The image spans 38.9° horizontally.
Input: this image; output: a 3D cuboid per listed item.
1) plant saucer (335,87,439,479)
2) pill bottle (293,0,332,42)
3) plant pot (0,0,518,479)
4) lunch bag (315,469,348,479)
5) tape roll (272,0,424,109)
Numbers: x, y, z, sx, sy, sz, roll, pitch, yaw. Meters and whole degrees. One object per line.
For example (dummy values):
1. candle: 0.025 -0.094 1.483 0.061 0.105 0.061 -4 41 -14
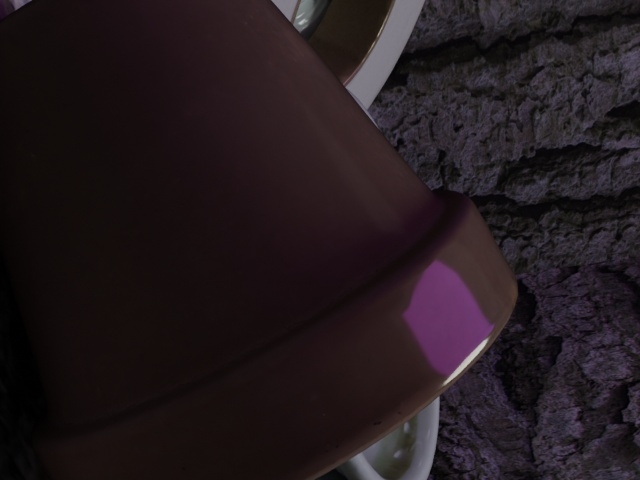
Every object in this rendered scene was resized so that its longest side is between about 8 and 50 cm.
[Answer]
1. plant saucer: 0.014 0.052 0.874 0.400 0.100 0.401 -12 90 -69
2. pill bottle: -0.076 -0.326 0.913 0.278 0.162 0.162 70 13 -53
3. plant pot: -0.062 -0.019 0.470 0.229 0.263 0.263 63 10 -8
4. lunch bag: 0.023 0.294 0.912 0.262 0.160 0.223 61 13 -12
5. tape roll: -0.003 -0.231 0.859 0.392 0.072 0.392 -50 159 -27
